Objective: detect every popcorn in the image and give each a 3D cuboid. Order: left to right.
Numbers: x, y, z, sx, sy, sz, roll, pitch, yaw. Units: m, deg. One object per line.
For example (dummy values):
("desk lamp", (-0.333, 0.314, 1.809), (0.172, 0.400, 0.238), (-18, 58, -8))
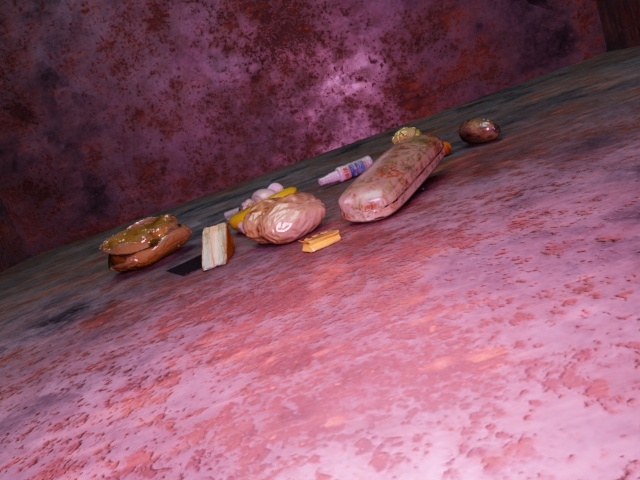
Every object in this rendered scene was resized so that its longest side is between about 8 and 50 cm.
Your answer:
("popcorn", (0.346, -0.384, 2.246), (0.116, 0.121, 0.106), (-41, 46, 17))

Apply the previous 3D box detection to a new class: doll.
("doll", (-0.175, -0.102, 1.823), (0.237, 0.111, 0.252), (-40, 18, -15))

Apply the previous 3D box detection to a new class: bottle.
("bottle", (0.094, -0.256, 2.164), (0.217, 0.060, 0.060), (-22, 13, -13))

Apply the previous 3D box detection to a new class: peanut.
("peanut", (-0.102, -0.057, 1.502), (0.197, 0.110, 0.233), (-35, 19, -35))

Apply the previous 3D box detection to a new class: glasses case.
("glasses case", (0.189, -0.167, 1.469), (0.157, 0.098, 0.425), (-2, 28, 34))

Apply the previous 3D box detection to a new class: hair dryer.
("hair dryer", (-0.338, -0.084, 2.172), (0.063, 0.037, 0.124), (-19, 20, 14))

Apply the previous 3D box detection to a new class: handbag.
("handbag", (0.000, 0.000, 1.296), (0.083, 0.027, 0.061), (-22, 11, -25))

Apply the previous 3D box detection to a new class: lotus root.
("lotus root", (0.514, -0.356, 1.888), (0.080, 0.089, 0.179), (-63, 24, -2))

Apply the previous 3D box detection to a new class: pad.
("pad", (-0.350, 0.065, 1.611), (0.127, 0.004, 0.190), (-26, 13, -26))

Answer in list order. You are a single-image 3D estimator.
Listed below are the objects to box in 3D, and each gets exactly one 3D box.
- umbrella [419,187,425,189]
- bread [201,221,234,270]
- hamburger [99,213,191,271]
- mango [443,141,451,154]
("umbrella", (0.191, -0.142, 1.579), (0.269, 0.044, 0.044), (8, 74, 63))
("bread", (-0.279, 0.015, 1.519), (0.074, 0.084, 0.139), (-15, 16, 7))
("hamburger", (-0.568, 0.012, 1.889), (0.266, 0.134, 0.285), (-2, 26, 35))
("mango", (0.390, -0.294, 1.908), (0.089, 0.046, 0.060), (-30, 8, 14))
